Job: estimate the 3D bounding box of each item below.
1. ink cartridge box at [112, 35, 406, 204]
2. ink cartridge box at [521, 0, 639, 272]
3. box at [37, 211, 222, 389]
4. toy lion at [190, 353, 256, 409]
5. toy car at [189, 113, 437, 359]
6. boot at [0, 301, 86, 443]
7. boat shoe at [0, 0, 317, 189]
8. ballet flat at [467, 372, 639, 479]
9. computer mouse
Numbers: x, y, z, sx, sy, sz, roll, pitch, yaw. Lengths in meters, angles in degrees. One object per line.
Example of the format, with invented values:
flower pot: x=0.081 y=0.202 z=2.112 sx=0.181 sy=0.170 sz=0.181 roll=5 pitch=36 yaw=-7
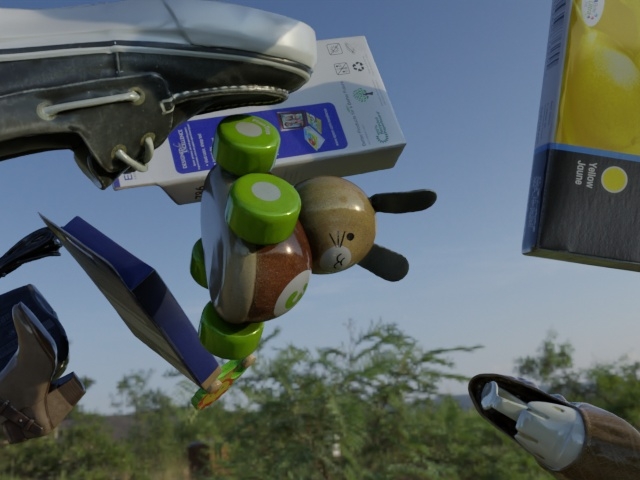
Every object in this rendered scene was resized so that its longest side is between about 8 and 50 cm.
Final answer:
ink cartridge box: x=-0.083 y=-0.139 z=0.830 sx=0.333 sy=0.165 sz=0.065 roll=-10 pitch=-22 yaw=-17
ink cartridge box: x=0.386 y=-0.113 z=0.768 sx=0.307 sy=0.303 sz=0.072 roll=8 pitch=-4 yaw=0
box: x=-0.191 y=0.057 z=0.747 sx=0.136 sy=0.036 sz=0.225 roll=28 pitch=-25 yaw=35
toy lion: x=-0.143 y=0.202 z=1.041 sx=0.100 sy=0.034 sz=0.096 roll=-34 pitch=-21 yaw=-28
toy car: x=0.000 y=0.000 z=0.592 sx=0.188 sy=0.149 sz=0.155 roll=2 pitch=-48 yaw=-20
boot: x=-0.276 y=0.126 z=0.658 sx=0.087 sy=0.118 sz=0.042 roll=-31 pitch=10 yaw=-5
boat shoe: x=-0.159 y=-0.093 z=0.503 sx=0.335 sy=0.119 sz=0.121 roll=-8 pitch=0 yaw=-19
ballet flat: x=0.308 y=0.255 z=1.021 sx=0.124 sy=0.116 sz=0.342 roll=25 pitch=0 yaw=-16
computer mouse: x=-0.315 y=0.080 z=0.818 sx=0.184 sy=0.262 sz=0.060 roll=-37 pitch=-47 yaw=-23
